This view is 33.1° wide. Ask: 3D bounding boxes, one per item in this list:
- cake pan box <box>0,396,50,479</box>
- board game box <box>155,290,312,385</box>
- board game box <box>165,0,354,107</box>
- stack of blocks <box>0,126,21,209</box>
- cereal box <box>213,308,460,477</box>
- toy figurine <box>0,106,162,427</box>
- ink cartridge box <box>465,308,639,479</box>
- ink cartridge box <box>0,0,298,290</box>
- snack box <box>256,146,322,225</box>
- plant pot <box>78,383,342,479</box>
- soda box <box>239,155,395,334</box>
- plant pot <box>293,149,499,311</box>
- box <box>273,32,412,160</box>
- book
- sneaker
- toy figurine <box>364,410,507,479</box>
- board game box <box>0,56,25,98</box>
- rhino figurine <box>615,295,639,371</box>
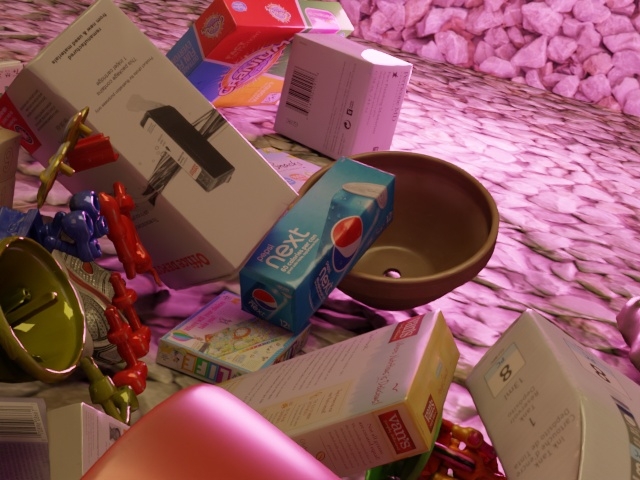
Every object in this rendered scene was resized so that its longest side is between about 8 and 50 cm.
[{"bbox_3d":[-0.278,0.181,0.667,0.245,0.070,0.267,6,21,-27],"label":"cake pan box"},{"bbox_3d":[-0.082,0.100,1.072,0.103,0.026,0.154,20,21,14],"label":"board game box"},{"bbox_3d":[-0.125,-0.327,1.896,0.316,0.242,0.064,-12,69,-50],"label":"board game box"},{"bbox_3d":[-0.374,-0.091,0.991,0.171,0.297,0.087,16,20,8],"label":"stack of blocks"},{"bbox_3d":[-0.022,0.133,0.801,0.240,0.047,0.173,-20,11,19],"label":"cereal box"},{"bbox_3d":[-0.262,0.055,0.814,0.217,0.191,0.362,-16,26,4],"label":"toy figurine"},{"bbox_3d":[0.271,0.228,0.709,0.308,0.091,0.385,35,13,-17],"label":"ink cartridge box"},{"bbox_3d":[-0.181,-0.086,1.089,0.273,0.114,0.197,47,-24,-14],"label":"ink cartridge box"},{"bbox_3d":[-0.047,-0.057,1.455,0.207,0.070,0.174,23,22,28],"label":"snack box"},{"bbox_3d":[-0.013,0.233,0.459,0.243,0.275,0.275,28,22,12],"label":"plant pot"},{"bbox_3d":[0.000,0.000,1.139,0.071,0.067,0.210,22,47,22],"label":"soda box"},{"bbox_3d":[0.086,0.006,1.265,0.237,0.110,0.237,0,40,0],"label":"plant pot"},{"bbox_3d":[0.036,-0.245,1.849,0.182,0.181,0.119,27,24,33],"label":"box"},{"bbox_3d":[-0.117,0.165,0.653,0.035,0.144,0.096,-15,61,11],"label":"book"},{"bbox_3d":[-0.238,0.053,1.033,0.092,0.088,0.225,11,27,-30],"label":"sneaker"},{"bbox_3d":[0.134,0.185,0.849,0.159,0.130,0.173,24,-12,-4],"label":"toy figurine"},{"bbox_3d":[-0.516,-0.171,1.220,0.305,0.053,0.193,-15,22,-38],"label":"board game box"},{"bbox_3d":[0.410,0.132,1.252,0.106,0.073,0.243,6,22,3],"label":"rhino figurine"}]
